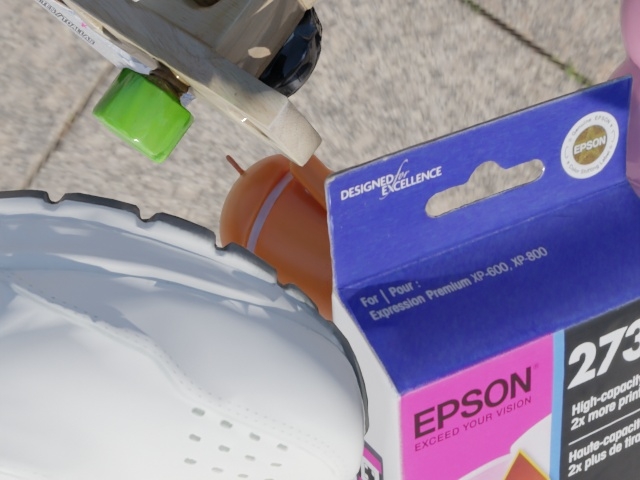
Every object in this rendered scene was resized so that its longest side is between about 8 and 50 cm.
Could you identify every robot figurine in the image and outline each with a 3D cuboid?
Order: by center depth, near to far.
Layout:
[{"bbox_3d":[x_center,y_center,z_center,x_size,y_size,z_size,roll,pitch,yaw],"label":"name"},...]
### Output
[{"bbox_3d":[0.000,-0.002,1.225,0.219,0.158,0.128,27,91,18],"label":"robot figurine"}]

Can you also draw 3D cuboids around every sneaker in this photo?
[{"bbox_3d":[-0.129,0.063,0.317,0.297,0.111,0.129,-1,50,-15],"label":"sneaker"}]

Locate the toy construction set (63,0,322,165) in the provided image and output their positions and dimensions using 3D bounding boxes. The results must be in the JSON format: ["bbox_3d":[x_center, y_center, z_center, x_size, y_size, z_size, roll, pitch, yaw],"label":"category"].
[{"bbox_3d":[-0.057,-0.168,0.475,0.309,0.257,0.237,37,94,-1],"label":"toy construction set"}]

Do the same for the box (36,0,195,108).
[{"bbox_3d":[-0.157,-0.263,1.187,0.247,0.142,0.163,39,53,-13],"label":"box"}]

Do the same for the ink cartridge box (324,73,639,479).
[{"bbox_3d":[0.100,0.112,0.690,0.176,0.069,0.370,-20,123,-23],"label":"ink cartridge box"}]

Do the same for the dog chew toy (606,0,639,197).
[{"bbox_3d":[0.332,-0.116,1.156,0.207,0.206,0.331,20,107,7],"label":"dog chew toy"}]
